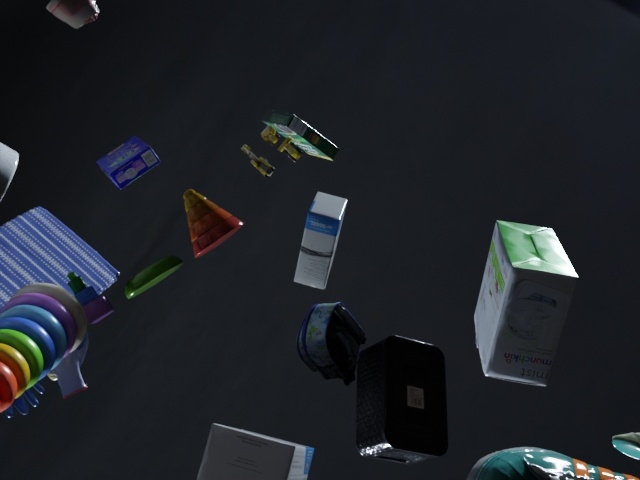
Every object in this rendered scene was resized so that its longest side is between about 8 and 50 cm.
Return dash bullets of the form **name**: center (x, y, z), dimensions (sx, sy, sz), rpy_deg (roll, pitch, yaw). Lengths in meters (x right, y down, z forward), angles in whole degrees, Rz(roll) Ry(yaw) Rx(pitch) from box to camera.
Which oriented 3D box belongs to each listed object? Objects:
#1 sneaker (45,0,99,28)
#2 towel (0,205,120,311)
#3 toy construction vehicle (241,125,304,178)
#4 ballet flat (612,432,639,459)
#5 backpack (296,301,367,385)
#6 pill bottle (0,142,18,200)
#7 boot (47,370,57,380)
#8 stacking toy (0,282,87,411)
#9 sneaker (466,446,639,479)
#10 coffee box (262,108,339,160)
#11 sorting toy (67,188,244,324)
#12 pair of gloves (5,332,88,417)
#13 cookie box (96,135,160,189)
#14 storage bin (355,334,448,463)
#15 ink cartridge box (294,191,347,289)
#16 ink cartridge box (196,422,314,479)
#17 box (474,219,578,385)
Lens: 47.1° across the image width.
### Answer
- **sneaker**: center (-0.392, -0.401, 1.211), dimensions (0.051, 0.070, 0.134), rpy_deg (-26, -144, 42)
- **towel**: center (-0.587, 0.077, 1.468), dimensions (0.040, 0.243, 0.336), rpy_deg (-48, -179, 33)
- **toy construction vehicle**: center (-0.092, -0.166, 1.352), dimensions (0.086, 0.098, 0.035), rpy_deg (-46, 154, 8)
- **ballet flat**: center (0.637, 0.395, 1.399), dimensions (0.052, 0.057, 0.168), rpy_deg (-40, -162, -20)
- **backpack**: center (0.011, 0.158, 1.176), dimensions (0.114, 0.084, 0.105), rpy_deg (60, 38, -41)
- **pill bottle**: center (-0.606, -0.141, 1.005), dimensions (0.188, 0.334, 0.188), rpy_deg (-34, -140, 34)
- **boot**: center (-0.708, 0.214, 1.864), dimensions (0.095, 0.262, 0.203), rpy_deg (-27, 126, 0)
- **stacking toy**: center (-0.485, 0.193, 1.128), dimensions (0.141, 0.141, 0.330), rpy_deg (-62, -174, 22)
- **sneaker**: center (0.293, 0.277, 0.741), dimensions (0.121, 0.302, 0.108), rpy_deg (-26, -130, 63)
- **coffee box**: center (-0.049, -0.270, 1.877), dimensions (0.184, 0.113, 0.040), rpy_deg (31, 84, -42)
- **sorting toy**: center (-0.330, 0.017, 1.428), dimensions (0.365, 0.126, 0.127), rpy_deg (-34, 180, -19)
- **pair of gloves**: center (-0.503, 0.217, 1.307), dimensions (0.198, 0.159, 0.023), rpy_deg (-16, 171, -38)
- **cookie box**: center (-0.359, -0.147, 1.367), dimensions (0.092, 0.107, 0.040), rpy_deg (-37, 122, -13)
- **storage bin**: center (0.130, 0.257, 1.180), dimensions (0.084, 0.122, 0.180), rpy_deg (-38, -138, 50)
- **ink cartridge box**: center (0.000, 0.000, 1.875), dimensions (0.148, 0.086, 0.203), rpy_deg (-70, 174, -65)
- **ink cartridge box**: center (-0.132, 0.480, 1.365), dimensions (0.171, 0.168, 0.233), rpy_deg (56, 46, -69)
- **box**: center (0.388, 0.114, 1.437), dimensions (0.262, 0.126, 0.231), rpy_deg (-71, 170, -69)
